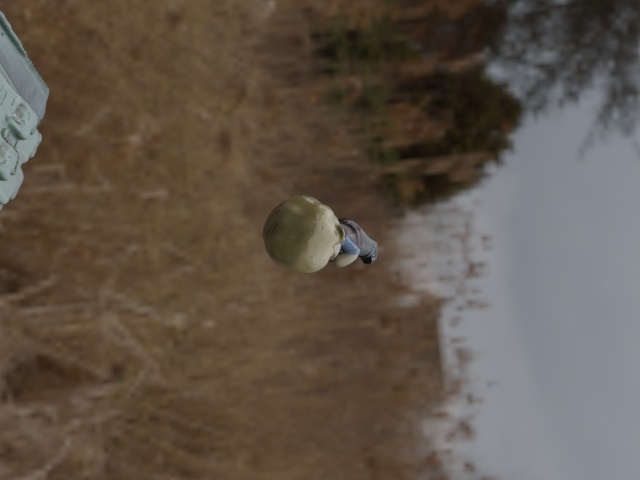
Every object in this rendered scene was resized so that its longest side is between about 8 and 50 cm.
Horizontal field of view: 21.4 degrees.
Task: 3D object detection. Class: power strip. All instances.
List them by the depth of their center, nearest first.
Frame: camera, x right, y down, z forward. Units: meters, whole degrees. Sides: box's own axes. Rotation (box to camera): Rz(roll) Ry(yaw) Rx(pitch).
[{"bbox_3d":[-0.289,-0.092,1.468,0.213,0.065,0.198,65,41,-61],"label":"power strip"}]

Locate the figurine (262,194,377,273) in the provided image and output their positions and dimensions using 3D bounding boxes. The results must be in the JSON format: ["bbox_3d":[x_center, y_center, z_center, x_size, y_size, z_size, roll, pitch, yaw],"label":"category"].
[{"bbox_3d":[0.000,0.000,2.374,0.108,0.114,0.196,-59,148,8],"label":"figurine"}]
